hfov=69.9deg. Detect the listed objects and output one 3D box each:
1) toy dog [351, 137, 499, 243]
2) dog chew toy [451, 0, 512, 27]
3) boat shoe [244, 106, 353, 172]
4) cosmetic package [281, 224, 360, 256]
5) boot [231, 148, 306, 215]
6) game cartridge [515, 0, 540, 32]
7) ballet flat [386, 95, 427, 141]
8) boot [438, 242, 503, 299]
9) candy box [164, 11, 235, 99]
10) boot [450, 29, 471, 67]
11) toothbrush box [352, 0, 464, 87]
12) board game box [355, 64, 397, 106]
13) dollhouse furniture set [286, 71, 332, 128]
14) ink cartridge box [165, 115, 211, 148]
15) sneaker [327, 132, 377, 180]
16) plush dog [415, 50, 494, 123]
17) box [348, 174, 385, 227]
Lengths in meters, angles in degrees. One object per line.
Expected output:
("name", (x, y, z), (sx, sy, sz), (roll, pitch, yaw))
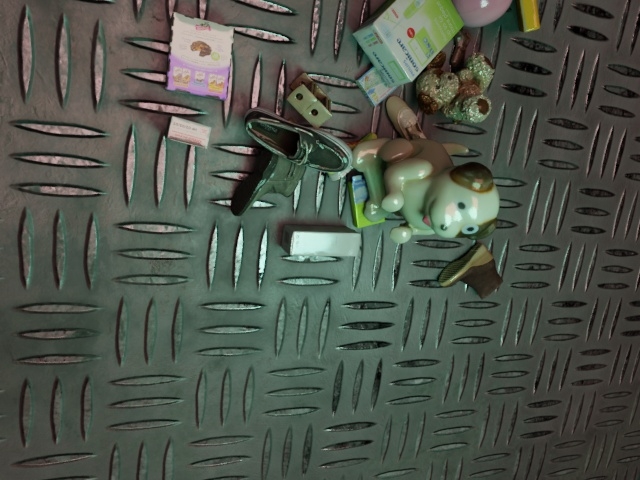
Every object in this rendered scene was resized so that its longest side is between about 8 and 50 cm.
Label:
("toy dog", (0.338, -0.138, 1.353), (0.396, 0.408, 0.284), (-19, 122, -17))
("dog chew toy", (0.454, -0.823, 1.381), (0.206, 0.207, 0.332), (-45, 126, -5))
("boat shoe", (-0.066, -0.264, 1.302), (0.336, 0.119, 0.121), (20, 124, -11))
("cosmetic package", (0.000, 0.000, 1.483), (0.231, 0.117, 0.085), (3, 103, -20))
("boot", (-0.151, -0.156, 1.399), (0.161, 0.083, 0.246), (18, 117, -46))
("game cartridge", (0.641, -0.834, 1.449), (0.053, 0.285, 0.323), (-7, 112, 23))
("ballet flat", (0.304, -0.371, 1.525), (0.086, 0.086, 0.248), (-38, 113, -8))
("boot", (0.587, 0.155, 1.763), (0.248, 0.090, 0.206), (-38, 111, -13))
("candy box", (-0.331, -0.497, 1.253), (0.165, 0.070, 0.196), (5, 102, -22))
("boot", (0.452, -0.647, 1.540), (0.107, 0.037, 0.114), (11, 104, -21))
("toothbrush box", (0.273, -0.646, 1.400), (0.283, 0.122, 0.206), (-47, 114, -13))
("board game box", (0.199, -0.521, 1.475), (0.154, 0.026, 0.103), (-42, 114, -7))
("dollhouse furniture set", (-0.075, -0.382, 1.373), (0.184, 0.129, 0.129), (-37, 116, 24))
("ink cartridge box", (-0.357, -0.291, 1.233), (0.105, 0.181, 0.061), (11, 99, -24))
("sneaker", (0.094, -0.286, 1.466), (0.208, 0.081, 0.094), (-41, 112, -7))
("plush dog", (0.422, -0.489, 1.512), (0.226, 0.210, 0.262), (19, 68, -10))
("box", (0.155, -0.140, 1.547), (0.109, 0.042, 0.178), (-15, 108, -18))
